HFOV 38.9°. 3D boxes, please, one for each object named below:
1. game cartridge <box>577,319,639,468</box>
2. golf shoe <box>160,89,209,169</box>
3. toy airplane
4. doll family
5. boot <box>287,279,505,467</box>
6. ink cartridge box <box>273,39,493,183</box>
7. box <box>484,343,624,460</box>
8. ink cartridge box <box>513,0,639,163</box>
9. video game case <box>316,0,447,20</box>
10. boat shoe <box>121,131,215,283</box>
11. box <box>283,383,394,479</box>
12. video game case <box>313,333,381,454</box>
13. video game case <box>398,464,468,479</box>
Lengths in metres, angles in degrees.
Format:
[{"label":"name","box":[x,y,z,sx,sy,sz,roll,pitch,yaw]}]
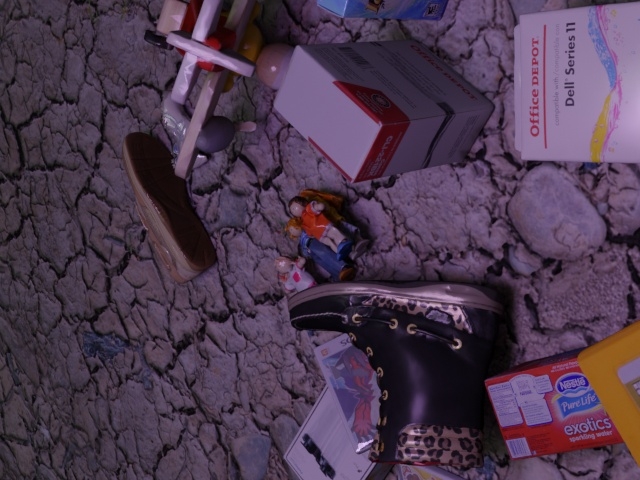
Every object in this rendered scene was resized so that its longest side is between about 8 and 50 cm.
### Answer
[{"label":"game cartridge","box":[0.478,0.179,0.986,0.323,0.052,0.285,-42,69,42]},{"label":"golf shoe","box":[-0.277,-0.235,1.893,0.086,0.069,0.176,-14,92,24]},{"label":"toy airplane","box":[-0.151,-0.339,1.595,0.386,0.272,0.384,-39,39,55]},{"label":"doll family","box":[0.000,0.000,1.647,0.163,0.118,0.263,44,144,21]},{"label":"boot","box":[0.107,0.213,1.459,0.377,0.138,0.284,-2,74,25]},{"label":"ink cartridge box","box":[0.099,-0.205,1.380,0.197,0.273,0.114,47,131,27]},{"label":"box","box":[0.383,0.221,1.296,0.257,0.122,0.128,-25,82,44]},{"label":"ink cartridge box","box":[0.384,-0.208,1.209,0.353,0.119,0.207,5,102,43]},{"label":"video game case","box":[0.131,-0.456,1.314,0.061,0.244,0.269,37,122,32]},{"label":"boat shoe","box":[-0.348,-0.069,1.940,0.110,0.121,0.341,-36,75,41]},{"label":"box","box":[0.060,0.356,1.658,0.169,0.087,0.290,45,126,28]},{"label":"video game case","box":[0.105,0.233,1.541,0.183,0.023,0.201,-27,64,7]},{"label":"video game case","box":[0.224,0.504,1.574,0.227,0.026,0.206,15,108,41]}]
